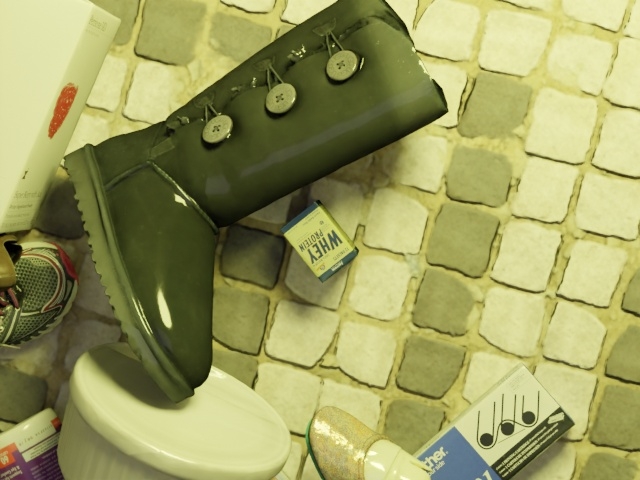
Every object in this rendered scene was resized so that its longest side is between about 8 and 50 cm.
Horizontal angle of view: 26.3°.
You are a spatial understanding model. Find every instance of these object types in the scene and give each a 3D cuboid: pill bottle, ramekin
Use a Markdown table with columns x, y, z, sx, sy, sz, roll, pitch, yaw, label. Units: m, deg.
| x | y | z | sx | sy | sz | roll | pitch | yaw | label |
| --- | --- | --- | --- | --- | --- | --- | --- | --- | --- |
| -0.334 | 0.315 | 1.695 | 0.108 | 0.108 | 0.193 | -29 | 90 | 4 | pill bottle |
| -0.179 | 0.240 | 1.593 | 0.273 | 0.273 | 0.127 | 25 | 107 | 2 | ramekin |

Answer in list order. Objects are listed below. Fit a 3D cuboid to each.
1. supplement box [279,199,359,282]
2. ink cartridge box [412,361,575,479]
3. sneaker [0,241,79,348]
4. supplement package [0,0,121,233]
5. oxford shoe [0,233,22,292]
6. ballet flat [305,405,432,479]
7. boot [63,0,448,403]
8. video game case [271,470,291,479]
| x | y | z | sx | sy | sz | roll | pitch | yaw | label |
| --- | --- | --- | --- | --- | --- | --- | --- | --- | --- |
| 0.000 | 0.000 | 1.677 | 0.056 | 0.083 | 0.083 | -38 | 91 | 5 | supplement box |
| 0.204 | 0.255 | 1.696 | 0.207 | 0.046 | 0.097 | -42 | 89 | 4 | ink cartridge box |
| -0.437 | 0.100 | 1.691 | 0.299 | 0.112 | 0.120 | -27 | 90 | 3 | sneaker |
| -0.387 | -0.175 | 1.645 | 0.175 | 0.177 | 0.292 | 24 | 94 | 2 | supplement package |
| -0.413 | 0.016 | 1.652 | 0.096 | 0.227 | 0.082 | 0 | 113 | -24 | oxford shoe |
| 0.101 | 0.317 | 1.632 | 0.106 | 0.107 | 0.316 | -14 | 119 | 39 | ballet flat |
| -0.049 | -0.063 | 1.594 | 0.445 | 0.146 | 0.367 | -26 | 62 | 2 | boot |
| -0.163 | 0.289 | 1.728 | 0.173 | 0.022 | 0.190 | -41 | 90 | 3 | video game case |
